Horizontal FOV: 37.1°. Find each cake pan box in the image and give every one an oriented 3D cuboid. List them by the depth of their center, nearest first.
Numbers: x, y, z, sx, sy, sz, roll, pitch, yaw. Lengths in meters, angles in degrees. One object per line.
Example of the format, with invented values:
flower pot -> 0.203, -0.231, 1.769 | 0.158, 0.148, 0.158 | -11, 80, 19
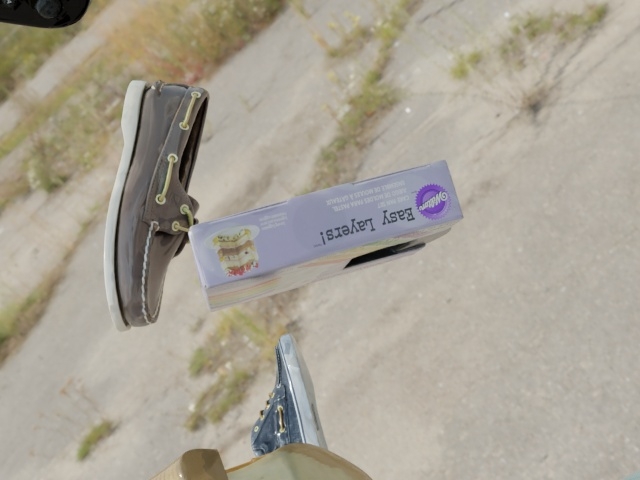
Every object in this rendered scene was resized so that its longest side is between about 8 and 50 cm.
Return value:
cake pan box -> 0.000, 0.000, 0.992 | 0.267, 0.070, 0.246 | -15, -5, -9

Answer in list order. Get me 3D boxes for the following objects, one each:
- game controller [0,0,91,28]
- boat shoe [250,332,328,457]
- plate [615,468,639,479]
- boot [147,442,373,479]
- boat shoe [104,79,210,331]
game controller -> -0.278, -0.338, 0.821 | 0.067, 0.166, 0.319 | -104, 19, -52
boat shoe -> -0.048, 0.204, 1.148 | 0.083, 0.065, 0.183 | -18, 62, 7
plate -> 0.215, 0.253, 0.773 | 0.188, 0.024, 0.188 | -47, -22, -26
boot -> -0.090, 0.292, 0.933 | 0.211, 0.295, 0.104 | -45, 45, 26
boat shoe -> -0.191, -0.048, 1.138 | 0.116, 0.096, 0.324 | 89, -178, -64
